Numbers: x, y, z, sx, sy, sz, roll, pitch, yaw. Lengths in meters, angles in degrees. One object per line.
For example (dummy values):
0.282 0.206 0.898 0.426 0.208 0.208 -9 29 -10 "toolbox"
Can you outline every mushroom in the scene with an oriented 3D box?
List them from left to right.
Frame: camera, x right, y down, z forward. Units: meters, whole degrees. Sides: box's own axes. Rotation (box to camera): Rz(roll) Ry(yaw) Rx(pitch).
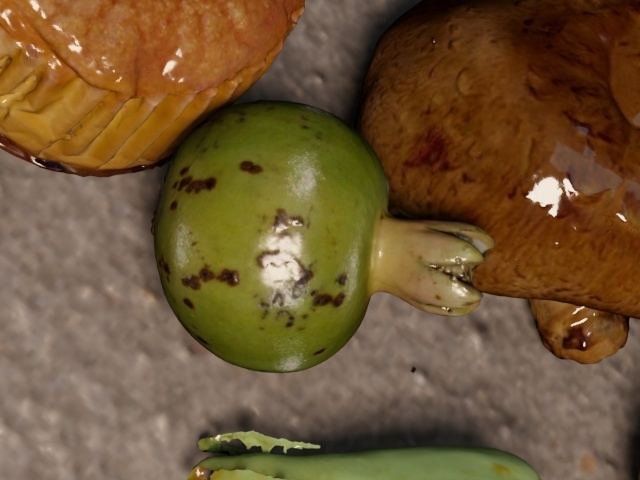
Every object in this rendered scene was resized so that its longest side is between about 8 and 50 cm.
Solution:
0.131 -0.049 0.768 0.231 0.138 0.194 6 67 -27 "mushroom"

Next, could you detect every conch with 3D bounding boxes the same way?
0.025 0.133 0.681 0.170 0.079 0.106 9 60 -9 "conch"

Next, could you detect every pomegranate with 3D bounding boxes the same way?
0.000 0.000 0.680 0.142 0.114 0.115 10 62 8 "pomegranate"

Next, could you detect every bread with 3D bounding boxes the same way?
-0.091 -0.134 0.700 0.199 0.104 0.199 12 66 -27 "bread"

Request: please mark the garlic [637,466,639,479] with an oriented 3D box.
0.281 0.162 0.752 0.245 0.245 0.253 -55 137 -33 "garlic"
